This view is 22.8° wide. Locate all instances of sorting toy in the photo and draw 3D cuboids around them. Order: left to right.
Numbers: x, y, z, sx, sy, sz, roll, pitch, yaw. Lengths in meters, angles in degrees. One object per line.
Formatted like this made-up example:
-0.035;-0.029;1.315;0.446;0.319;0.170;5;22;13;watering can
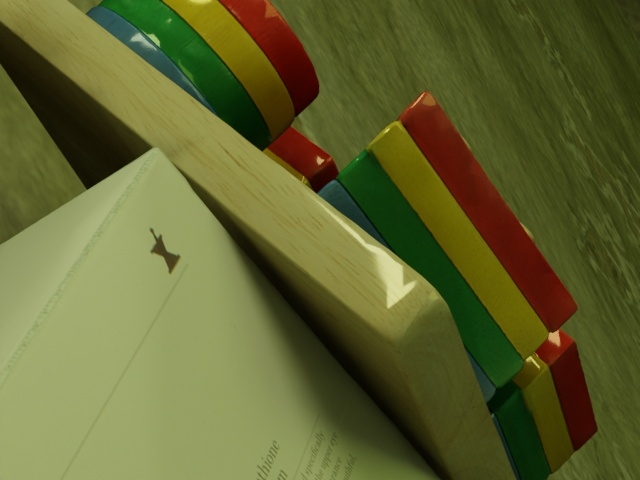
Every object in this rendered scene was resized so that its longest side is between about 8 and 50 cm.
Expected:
0.000;0.000;0.653;0.257;0.089;0.255;39;-14;33;sorting toy

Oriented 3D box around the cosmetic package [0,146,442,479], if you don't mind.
-0.048;0.189;0.427;0.284;0.097;0.377;52;33;-18;cosmetic package
